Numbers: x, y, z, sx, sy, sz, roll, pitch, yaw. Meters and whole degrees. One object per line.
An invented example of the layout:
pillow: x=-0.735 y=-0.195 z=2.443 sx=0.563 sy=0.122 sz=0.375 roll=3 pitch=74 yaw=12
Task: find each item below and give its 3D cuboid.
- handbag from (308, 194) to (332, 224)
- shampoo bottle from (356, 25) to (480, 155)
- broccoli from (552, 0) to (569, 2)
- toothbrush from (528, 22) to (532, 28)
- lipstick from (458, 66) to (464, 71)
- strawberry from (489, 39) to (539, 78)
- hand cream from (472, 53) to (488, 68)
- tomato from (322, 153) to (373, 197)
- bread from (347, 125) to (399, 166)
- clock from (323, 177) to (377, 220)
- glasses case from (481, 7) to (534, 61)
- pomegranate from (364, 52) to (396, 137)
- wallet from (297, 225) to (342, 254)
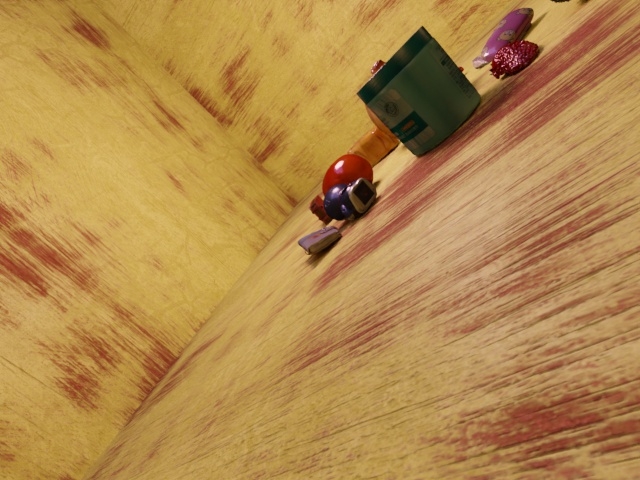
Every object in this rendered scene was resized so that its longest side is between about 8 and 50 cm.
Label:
handbag: x=0.008 y=-0.159 z=2.114 sx=0.063 sy=0.127 sz=0.190 roll=-44 pitch=9 yaw=17
shampoo bottle: x=0.370 y=-0.551 z=1.561 sx=0.331 sy=0.342 sz=0.331 roll=-44 pitch=10 yaw=10
broccoli: x=0.890 y=-0.949 z=1.405 sx=0.288 sy=0.235 sz=0.260 roll=-65 pitch=-3 yaw=-52
toothbrush: x=0.858 y=-0.917 z=1.944 sx=0.031 sy=0.023 sz=0.321 roll=-46 pitch=10 yaw=-21
lipstick: x=0.688 y=-0.839 z=2.191 sx=0.274 sy=0.068 sz=0.061 roll=-52 pitch=11 yaw=-24
strawberry: x=0.681 y=-0.654 z=1.439 sx=0.167 sy=0.087 sz=0.208 roll=-44 pitch=12 yaw=2
hand cream: x=0.808 y=-0.869 z=1.925 sx=0.247 sy=0.051 sz=0.075 roll=-6 pitch=66 yaw=65
tomato: x=0.116 y=-0.273 z=1.880 sx=0.259 sy=0.180 sz=0.260 roll=-42 pitch=-16 yaw=-15
bread: x=0.282 y=-0.514 z=2.280 sx=0.294 sy=0.167 sz=0.132 roll=-35 pitch=14 yaw=46
clock: x=0.115 y=-0.166 z=1.679 sx=0.243 sy=0.146 sz=0.200 roll=-14 pitch=38 yaw=58
glasses case: x=0.812 y=-0.893 z=1.789 sx=0.123 sy=0.076 sz=0.316 roll=20 pitch=69 yaw=48
pomegranate: x=0.387 y=-0.677 z=1.901 sx=0.416 sy=0.416 sz=0.417 roll=-44 pitch=10 yaw=10
wallet: x=0.000 y=0.000 z=1.682 sx=0.170 sy=0.070 sz=0.231 roll=-29 pitch=12 yaw=-6
